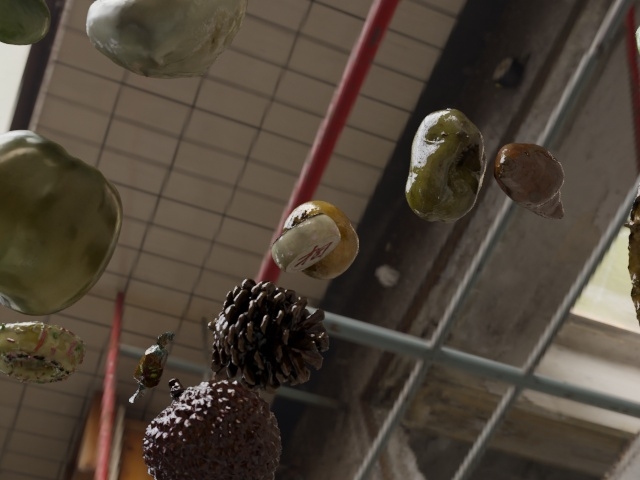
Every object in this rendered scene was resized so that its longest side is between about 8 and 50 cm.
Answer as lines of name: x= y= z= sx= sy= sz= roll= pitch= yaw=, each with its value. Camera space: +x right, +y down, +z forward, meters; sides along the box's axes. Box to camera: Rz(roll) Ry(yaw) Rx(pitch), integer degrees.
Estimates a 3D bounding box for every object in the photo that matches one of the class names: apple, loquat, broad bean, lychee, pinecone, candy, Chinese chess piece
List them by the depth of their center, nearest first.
apple: x=-0.413 y=-0.025 z=1.316 sx=0.262 sy=0.262 sz=0.262 roll=-163 pitch=90 yaw=-73
broad bean: x=-0.482 y=-0.366 z=1.336 sx=0.100 sy=0.228 sz=0.169 roll=-27 pitch=52 yaw=12
pinecone: x=-0.081 y=0.160 z=1.500 sx=0.212 sy=0.169 sz=0.185 roll=14 pitch=114 yaw=49
Chinese chess piece: x=-0.024 y=0.006 z=1.567 sx=0.051 sy=0.122 sz=0.122 roll=58 pitch=145 yaw=13
loquat: x=0.000 y=0.000 z=1.751 sx=0.137 sy=0.163 sz=0.163 roll=-50 pitch=17 yaw=-4
lychee: x=-0.212 y=0.382 z=1.780 sx=0.300 sy=0.264 sz=0.264 roll=49 pitch=132 yaw=21
candy: x=-0.332 y=0.255 z=1.827 sx=0.046 sy=0.053 sz=0.182 roll=46 pitch=120 yaw=34

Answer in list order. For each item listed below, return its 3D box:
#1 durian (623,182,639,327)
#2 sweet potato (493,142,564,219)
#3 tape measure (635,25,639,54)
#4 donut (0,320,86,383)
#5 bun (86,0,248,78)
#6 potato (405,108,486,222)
durian: x=0.414 y=0.051 z=0.983 sx=0.112 sy=0.341 sz=0.191 roll=1 pitch=32 yaw=37
sweet potato: x=0.367 y=-0.111 z=1.619 sx=0.359 sy=0.112 sz=0.112 roll=14 pitch=-86 yaw=-63
tape measure: x=0.734 y=-0.393 z=1.937 sx=0.200 sy=0.175 sz=0.106 roll=-30 pitch=-3 yaw=-39
donut: x=-0.500 y=0.200 z=1.634 sx=0.174 sy=0.175 sz=0.068 roll=130 pitch=149 yaw=-53
bun: x=-0.154 y=-0.223 z=0.988 sx=0.183 sy=0.183 sz=0.102 roll=-130 pitch=24 yaw=-70
potato: x=0.223 y=-0.131 z=1.661 sx=0.154 sy=0.137 sz=0.200 roll=9 pitch=-93 yaw=-71
